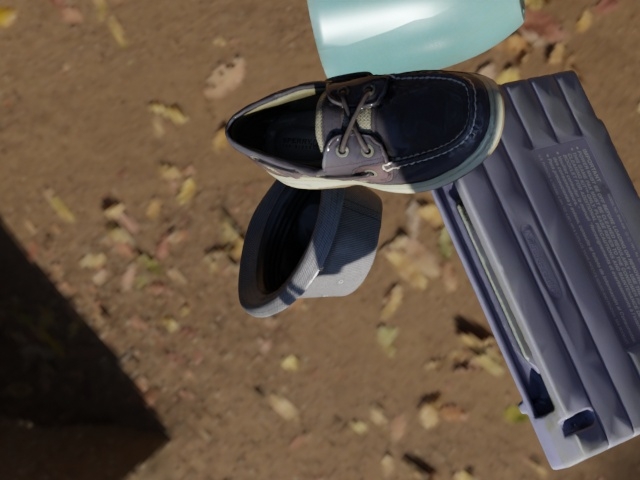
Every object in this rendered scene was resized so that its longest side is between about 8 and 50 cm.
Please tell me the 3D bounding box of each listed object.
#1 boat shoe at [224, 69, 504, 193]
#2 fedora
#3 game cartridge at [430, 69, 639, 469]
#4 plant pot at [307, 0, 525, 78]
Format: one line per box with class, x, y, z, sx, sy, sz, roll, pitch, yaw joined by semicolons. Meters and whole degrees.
boat shoe;0.030;-0.096;1.291;0.285;0.092;0.102;-1;83;46
fedora;0.000;0.000;2.083;0.124;0.243;0.275;19;142;-22
game cartridge;0.230;0.017;1.398;0.068;0.230;0.355;-33;75;45
plant pot;0.120;-0.334;1.774;0.235;0.293;0.293;-5;117;11
